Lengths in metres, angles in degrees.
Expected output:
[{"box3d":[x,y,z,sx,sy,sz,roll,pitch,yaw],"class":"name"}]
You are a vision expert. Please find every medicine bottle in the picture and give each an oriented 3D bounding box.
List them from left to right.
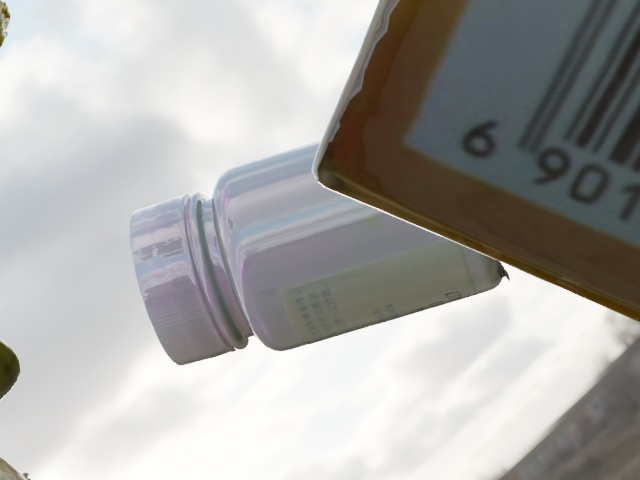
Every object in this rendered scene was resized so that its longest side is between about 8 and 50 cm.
[{"box3d":[0.000,0.000,1.745,0.379,0.213,0.213,-16,-11,6],"class":"medicine bottle"}]

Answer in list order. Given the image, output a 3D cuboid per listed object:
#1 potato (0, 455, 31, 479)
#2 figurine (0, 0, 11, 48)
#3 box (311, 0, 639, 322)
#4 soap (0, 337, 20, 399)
[{"box3d":[-0.293,0.222,1.315,0.109,0.178,0.118,-44,-30,-46],"class":"potato"},{"box3d":[-0.348,-0.207,1.483,0.095,0.115,0.156,-51,15,9],"class":"figurine"},{"box3d":[0.233,-0.043,0.424,0.264,0.415,0.116,-66,-1,-50],"class":"box"},{"box3d":[-0.281,0.109,1.154,0.140,0.089,0.045,-42,33,26],"class":"soap"}]
